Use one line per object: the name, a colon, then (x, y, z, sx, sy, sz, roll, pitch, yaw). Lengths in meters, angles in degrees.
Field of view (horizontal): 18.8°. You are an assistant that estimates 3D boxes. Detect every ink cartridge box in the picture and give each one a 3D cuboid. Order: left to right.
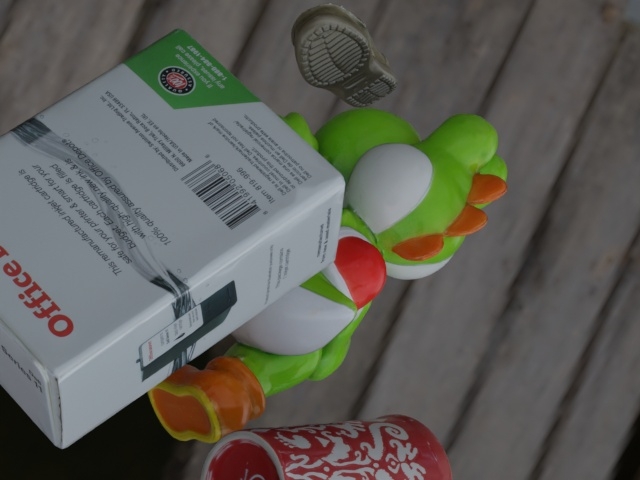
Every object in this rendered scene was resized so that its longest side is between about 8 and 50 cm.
ink cartridge box: (-0.113, -0.004, 1.093, 0.208, 0.153, 0.087, -34, 154, -25)

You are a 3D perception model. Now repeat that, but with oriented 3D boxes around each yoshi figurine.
yoshi figurine: (-0.013, 0.003, 1.599, 0.362, 0.203, 0.203, -34, 162, -25)

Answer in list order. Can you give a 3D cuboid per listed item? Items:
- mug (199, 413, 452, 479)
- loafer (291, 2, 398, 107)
mug: (0.006, 0.202, 1.421, 0.169, 0.113, 0.150, 6, 65, -47)
loafer: (0.011, -0.140, 1.407, 0.056, 0.050, 0.148, -31, 158, 7)
